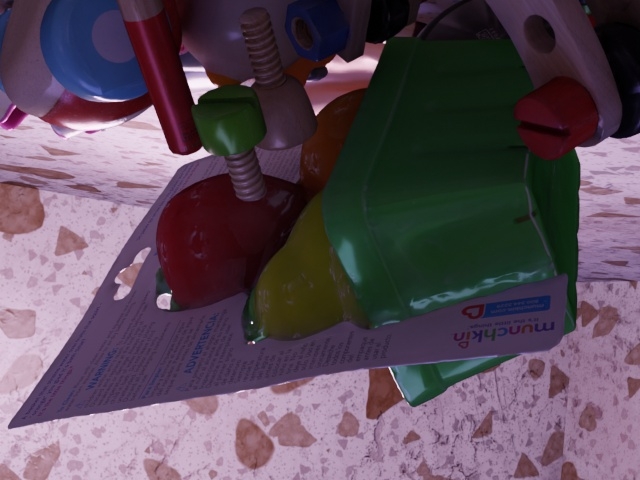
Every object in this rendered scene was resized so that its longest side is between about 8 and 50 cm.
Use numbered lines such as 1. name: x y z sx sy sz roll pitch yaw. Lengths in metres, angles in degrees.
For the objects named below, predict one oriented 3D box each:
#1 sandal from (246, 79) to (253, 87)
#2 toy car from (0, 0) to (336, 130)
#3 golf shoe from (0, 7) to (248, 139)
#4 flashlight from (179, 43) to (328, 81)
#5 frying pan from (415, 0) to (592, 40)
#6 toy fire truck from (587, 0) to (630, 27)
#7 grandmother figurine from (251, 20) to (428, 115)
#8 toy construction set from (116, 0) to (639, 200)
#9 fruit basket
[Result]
1. sandal: -0.019 -0.172 1.225 0.265 0.076 0.102 30 158 -15
2. toy car: -0.083 -0.158 0.680 0.238 0.210 0.219 17 178 -30
3. golf shoe: -0.230 -0.175 1.090 0.306 0.140 0.115 5 172 4
4. flashlight: -0.134 -0.207 0.927 0.304 0.103 0.103 9 179 26
5. frying pan: 0.091 -0.138 0.827 0.326 0.197 0.053 -8 140 17
6. toy fire truck: 0.228 -0.164 0.708 0.047 0.135 0.192 3 172 29
7. grandmother figurine: 0.111 -0.169 0.974 0.342 0.104 0.208 6 -177 30
8. toy construction set: 0.037 -0.177 0.499 0.309 0.237 0.257 -18 -142 -3
9. fruit basket: 0.000 0.000 0.664 0.353 0.327 0.165 -19 118 26
